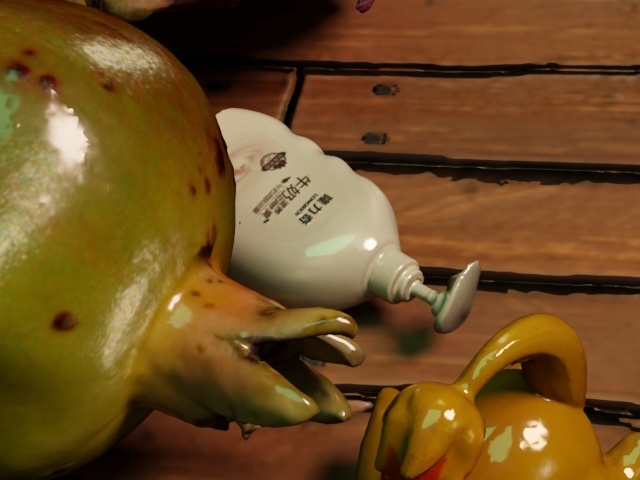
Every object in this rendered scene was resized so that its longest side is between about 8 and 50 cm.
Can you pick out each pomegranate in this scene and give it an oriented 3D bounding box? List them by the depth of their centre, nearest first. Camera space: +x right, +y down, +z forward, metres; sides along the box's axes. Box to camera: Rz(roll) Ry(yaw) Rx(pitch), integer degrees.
[{"bbox_3d":[-0.106,0.004,0.616,0.246,0.198,0.198,18,56,42],"label":"pomegranate"}]

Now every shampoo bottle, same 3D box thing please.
[{"bbox_3d":[0.000,0.000,0.703,0.152,0.045,0.077,32,63,30],"label":"shampoo bottle"}]

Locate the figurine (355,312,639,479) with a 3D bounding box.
[{"bbox_3d":[0.034,0.094,0.570,0.176,0.122,0.121,-37,56,-19],"label":"figurine"}]

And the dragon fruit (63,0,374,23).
[{"bbox_3d":[-0.060,-0.159,0.751,0.211,0.147,0.282,13,20,33],"label":"dragon fruit"}]
